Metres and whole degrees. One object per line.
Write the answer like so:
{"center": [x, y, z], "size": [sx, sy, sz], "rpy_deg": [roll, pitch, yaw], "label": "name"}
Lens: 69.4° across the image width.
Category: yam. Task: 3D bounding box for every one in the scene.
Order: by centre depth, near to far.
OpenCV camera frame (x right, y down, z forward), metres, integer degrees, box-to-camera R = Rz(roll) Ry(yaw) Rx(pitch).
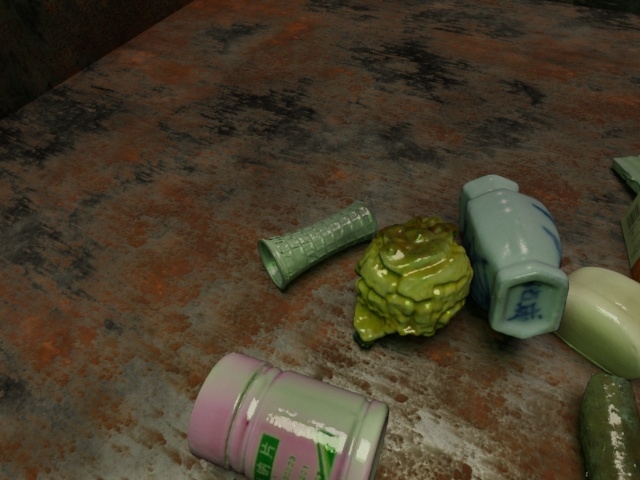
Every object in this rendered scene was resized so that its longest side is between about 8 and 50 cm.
{"center": [0.541, 0.384, 0.853], "size": [0.106, 0.106, 0.259], "rpy_deg": [8, 50, 11], "label": "yam"}

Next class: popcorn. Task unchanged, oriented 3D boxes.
{"center": [0.205, 0.074, 1.054], "size": [0.293, 0.237, 0.293], "rpy_deg": [-11, 31, 7], "label": "popcorn"}

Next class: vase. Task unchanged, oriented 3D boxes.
{"center": [0.000, 0.000, 1.205], "size": [0.299, 0.143, 0.143], "rpy_deg": [-26, 53, -20], "label": "vase"}

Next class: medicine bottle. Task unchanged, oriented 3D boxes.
{"center": [-0.052, 0.354, 0.856], "size": [0.325, 0.212, 0.212], "rpy_deg": [15, 53, 15], "label": "medicine bottle"}

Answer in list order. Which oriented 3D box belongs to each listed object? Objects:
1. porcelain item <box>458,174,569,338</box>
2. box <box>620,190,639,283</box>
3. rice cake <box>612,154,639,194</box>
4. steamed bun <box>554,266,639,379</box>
{"center": [0.421, 0.018, 1.046], "size": [0.178, 0.243, 0.405], "rpy_deg": [-2, 33, 6], "label": "porcelain item"}
{"center": [0.879, 0.043, 1.089], "size": [0.225, 0.143, 0.341], "rpy_deg": [8, 52, 12], "label": "box"}
{"center": [0.933, -0.164, 1.303], "size": [0.127, 0.043, 0.237], "rpy_deg": [-6, 42, -2], "label": "rice cake"}
{"center": [0.612, 0.165, 0.992], "size": [0.146, 0.164, 0.241], "rpy_deg": [-34, 55, -20], "label": "steamed bun"}
